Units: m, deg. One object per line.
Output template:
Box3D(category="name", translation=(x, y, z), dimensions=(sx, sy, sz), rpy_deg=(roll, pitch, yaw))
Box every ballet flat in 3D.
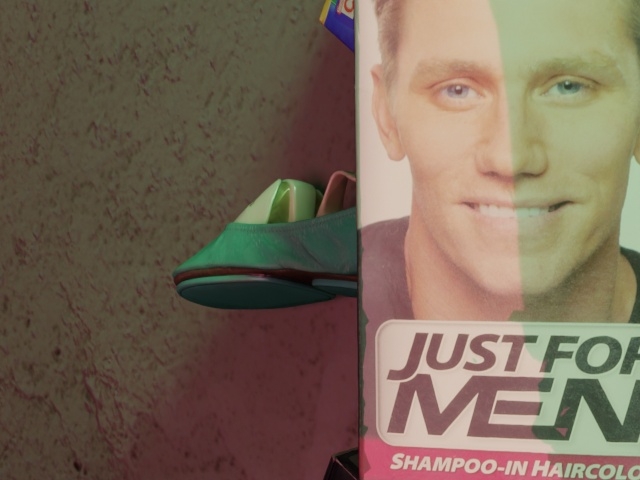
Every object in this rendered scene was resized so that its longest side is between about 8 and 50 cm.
Box3D(category="ballet flat", translation=(0.000, 0.000, 1.037), dimensions=(0.247, 0.083, 0.087), rpy_deg=(-3, 72, 47))

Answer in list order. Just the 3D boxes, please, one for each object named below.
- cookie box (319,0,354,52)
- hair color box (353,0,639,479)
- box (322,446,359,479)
Box3D(category="cookie box", translation=(0.051, -0.147, 0.940), dimensions=(0.107, 0.040, 0.091), rpy_deg=(49, 126, 49))
Box3D(category="hair color box", translation=(0.110, -0.008, 0.814), dimensions=(0.174, 0.105, 0.347), rpy_deg=(0, 92, 17))
Box3D(category="box", translation=(0.071, 0.264, 1.028), dimensions=(0.220, 0.051, 0.175), rpy_deg=(39, 125, 35))
